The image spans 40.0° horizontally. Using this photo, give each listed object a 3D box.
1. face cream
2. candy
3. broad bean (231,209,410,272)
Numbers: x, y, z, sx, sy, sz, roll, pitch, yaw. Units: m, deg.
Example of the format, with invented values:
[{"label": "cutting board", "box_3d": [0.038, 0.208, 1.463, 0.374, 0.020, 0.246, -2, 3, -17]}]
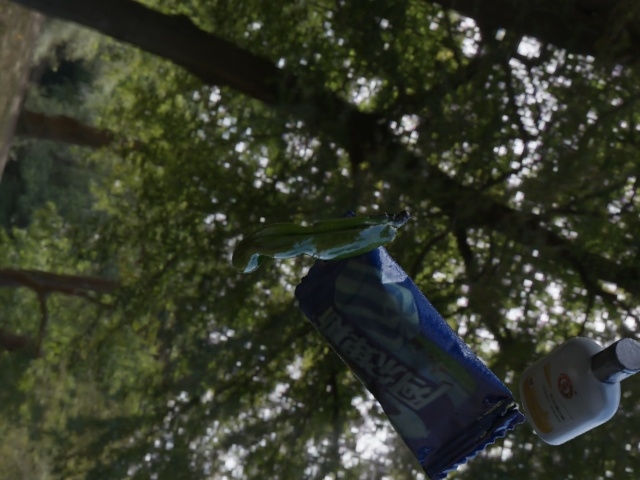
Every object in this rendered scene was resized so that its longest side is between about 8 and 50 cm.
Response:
[{"label": "face cream", "box_3d": [0.415, 0.230, 1.401, 0.291, 0.071, 0.143, 123, -45, -60]}, {"label": "candy", "box_3d": [0.095, 0.135, 1.102, 0.331, 0.077, 0.187, 50, -49, 17]}, {"label": "broad bean", "box_3d": [0.000, 0.000, 1.013, 0.070, 0.214, 0.048, 73, 7, -65]}]
